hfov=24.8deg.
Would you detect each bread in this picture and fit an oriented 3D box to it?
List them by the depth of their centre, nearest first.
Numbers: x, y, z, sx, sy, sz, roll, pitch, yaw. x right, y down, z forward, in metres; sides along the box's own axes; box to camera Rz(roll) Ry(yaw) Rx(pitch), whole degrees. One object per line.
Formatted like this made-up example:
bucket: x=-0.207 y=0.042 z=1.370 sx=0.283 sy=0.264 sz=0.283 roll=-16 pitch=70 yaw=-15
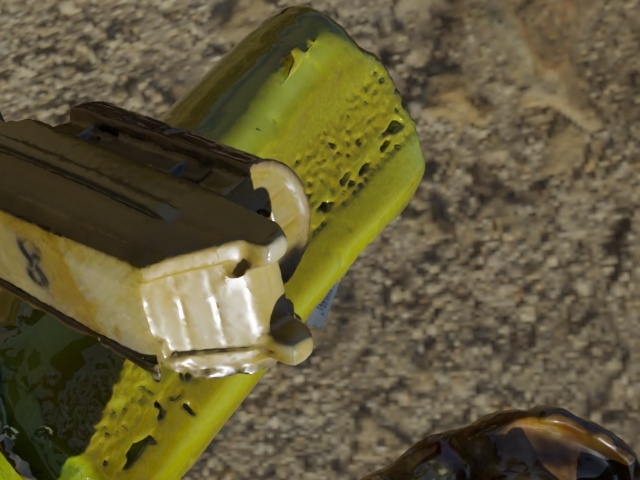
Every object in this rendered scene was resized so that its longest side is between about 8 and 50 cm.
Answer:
bread: x=-0.083 y=0.012 z=0.914 sx=0.383 sy=0.112 sz=0.166 roll=-50 pitch=120 yaw=-29

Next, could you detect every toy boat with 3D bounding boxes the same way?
toy boat: x=-0.084 y=-0.013 z=0.566 sx=0.088 sy=0.226 sz=0.068 roll=-37 pitch=130 yaw=-31

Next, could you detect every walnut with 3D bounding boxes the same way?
walnut: x=0.122 y=0.208 z=0.961 sx=0.238 sy=0.141 sz=0.204 roll=18 pitch=84 yaw=3

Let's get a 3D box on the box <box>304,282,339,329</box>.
box: x=0.000 y=0.000 z=1.406 sx=0.024 sy=0.090 sz=0.166 roll=25 pitch=81 yaw=-31
